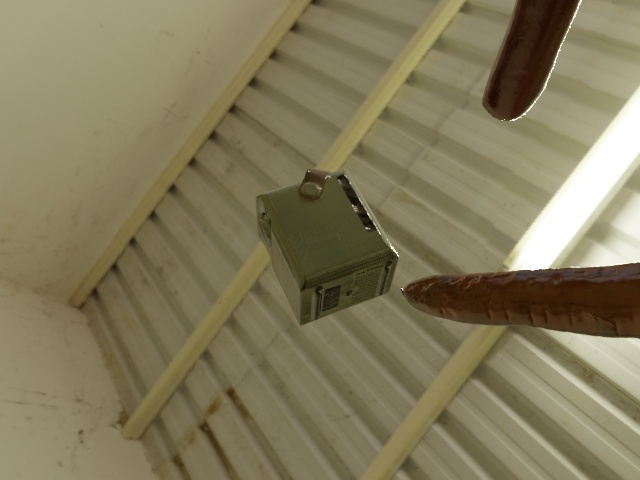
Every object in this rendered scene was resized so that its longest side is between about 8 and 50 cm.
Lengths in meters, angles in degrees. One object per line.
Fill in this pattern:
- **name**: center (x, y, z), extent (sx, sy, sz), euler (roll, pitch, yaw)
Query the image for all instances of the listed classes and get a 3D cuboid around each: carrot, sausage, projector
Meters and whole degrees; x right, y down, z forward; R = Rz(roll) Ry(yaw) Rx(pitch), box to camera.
- **carrot**: center (0.148, 0.040, 0.380), extent (0.224, 0.057, 0.057), euler (-3, -113, 36)
- **sausage**: center (0.315, -0.306, 0.831), extent (0.089, 0.300, 0.083), euler (21, -131, 14)
- **projector**: center (0.000, 0.000, 0.976), extent (0.177, 0.163, 0.242), euler (-17, -121, -16)
